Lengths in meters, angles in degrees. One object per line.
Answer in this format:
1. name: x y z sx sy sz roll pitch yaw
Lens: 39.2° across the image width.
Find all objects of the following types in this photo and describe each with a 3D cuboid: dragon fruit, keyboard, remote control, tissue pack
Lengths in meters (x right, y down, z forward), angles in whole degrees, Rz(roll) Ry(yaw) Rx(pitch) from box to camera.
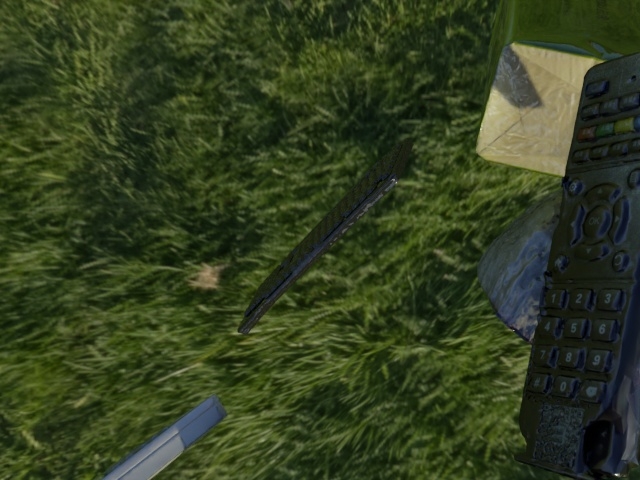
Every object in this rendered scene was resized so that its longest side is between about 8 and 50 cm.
1. dragon fruit: 0.364 0.045 1.156 0.283 0.204 0.221 38 106 13
2. keyboard: 0.000 0.000 0.529 0.010 0.053 0.155 38 123 -9
3. remote control: 0.270 0.018 0.822 0.062 0.144 0.399 18 80 -26
4. tissue pack: 0.309 -0.212 1.101 0.200 0.275 0.167 14 128 5
5. remote control: -0.200 0.239 0.885 0.250 0.103 0.034 -35 87 -40
